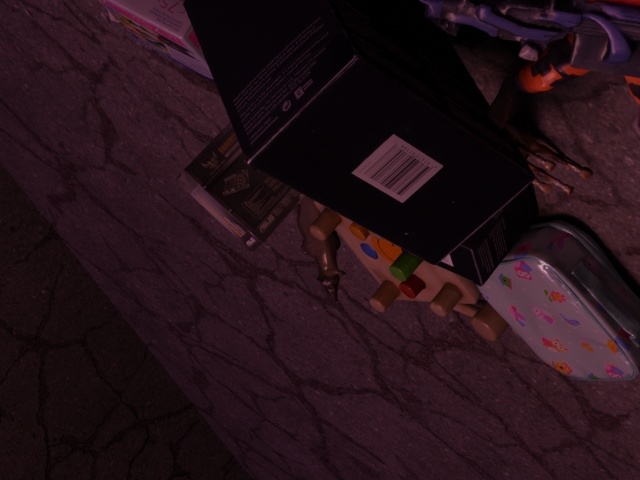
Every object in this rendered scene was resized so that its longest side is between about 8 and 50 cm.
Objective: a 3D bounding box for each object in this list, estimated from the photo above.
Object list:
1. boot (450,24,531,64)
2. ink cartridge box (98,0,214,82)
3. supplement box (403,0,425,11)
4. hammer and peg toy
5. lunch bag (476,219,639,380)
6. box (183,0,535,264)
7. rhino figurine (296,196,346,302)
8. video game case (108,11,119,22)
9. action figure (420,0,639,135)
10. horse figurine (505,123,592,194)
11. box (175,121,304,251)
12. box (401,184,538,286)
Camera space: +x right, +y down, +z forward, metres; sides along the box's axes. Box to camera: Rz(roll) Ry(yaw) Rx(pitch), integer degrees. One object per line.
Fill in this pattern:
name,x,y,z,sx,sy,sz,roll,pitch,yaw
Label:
boot,0.220,-0.261,1.620,0.106,0.037,0.114,59,151,-9
ink cartridge box,-0.225,-0.317,1.867,0.186,0.065,0.311,30,180,13
supplement box,0.130,-0.348,1.544,0.056,0.083,0.083,32,156,21
hammer and peg toy,0.157,0.052,2.174,0.361,0.127,0.266,51,156,-22
lunch bag,0.387,0.097,1.919,0.279,0.108,0.224,46,154,-14
box,0.045,-0.183,1.512,0.343,0.179,0.312,28,-151,-41
rhino figurine,0.000,0.000,2.278,0.106,0.073,0.243,111,148,-72
video game case,-0.300,-0.411,2.142,0.157,0.019,0.143,17,152,11
action figure,0.278,-0.251,1.381,0.341,0.178,0.330,14,150,0
horse figurine,0.256,-0.118,1.681,0.174,0.066,0.263,32,-164,25
box,-0.105,-0.125,2.133,0.183,0.231,0.056,42,154,-4
box,0.216,-0.039,1.873,0.156,0.158,0.093,24,153,34
